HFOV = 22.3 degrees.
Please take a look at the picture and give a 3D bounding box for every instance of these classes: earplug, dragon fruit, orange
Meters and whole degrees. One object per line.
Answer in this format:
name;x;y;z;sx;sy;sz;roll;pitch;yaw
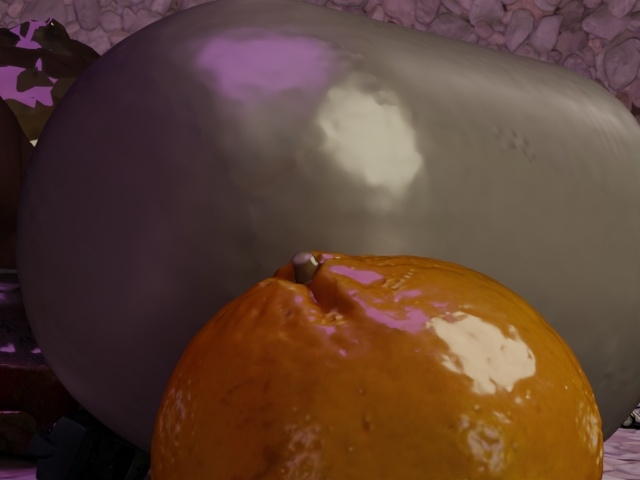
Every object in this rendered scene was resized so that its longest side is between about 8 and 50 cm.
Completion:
earplug;0.000;0.000;1.059;0.313;0.312;0.394;6;-2;44
dragon fruit;-0.277;0.090;1.223;0.295;0.130;0.268;5;8;10
orange;0.027;0.100;0.789;0.219;0.193;0.219;4;20;-1

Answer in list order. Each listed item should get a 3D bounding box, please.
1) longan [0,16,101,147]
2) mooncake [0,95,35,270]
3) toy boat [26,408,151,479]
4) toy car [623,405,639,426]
longan;-0.365;-0.071;1.777;0.391;0.391;0.391;4;3;0
mooncake;-0.390;-0.002;1.377;0.326;0.174;0.334;-18;-39;6
toy boat;-0.133;0.137;1.081;0.060;0.055;0.141;29;11;19
toy car;0.310;0.161;1.498;0.093;0.025;0.041;5;2;18
